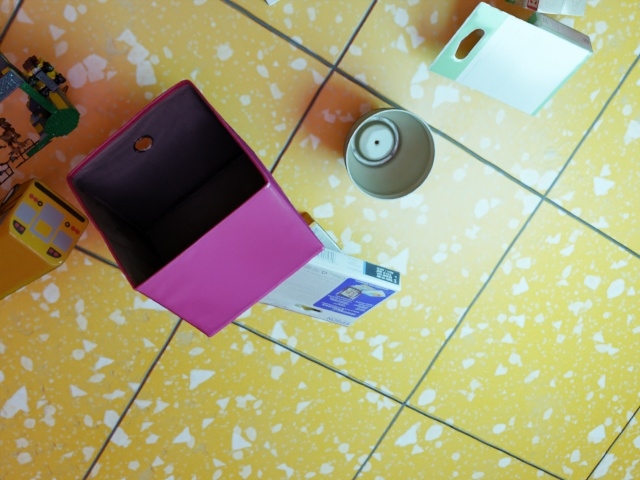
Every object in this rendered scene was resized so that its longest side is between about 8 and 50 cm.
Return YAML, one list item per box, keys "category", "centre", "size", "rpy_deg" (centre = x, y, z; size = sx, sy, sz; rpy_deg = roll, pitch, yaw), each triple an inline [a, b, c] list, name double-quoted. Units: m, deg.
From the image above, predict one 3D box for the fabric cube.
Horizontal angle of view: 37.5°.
- category: "fabric cube"
  centre: [-0.192, -0.046, 1.501]
  size: [0.254, 0.259, 0.258]
  rpy_deg: [-39, 151, 3]

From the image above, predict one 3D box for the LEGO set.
- category: "LEGO set"
  centre: [-0.560, -0.204, 1.455]
  size: [0.331, 0.192, 0.255]
  rpy_deg: [-43, 155, 7]

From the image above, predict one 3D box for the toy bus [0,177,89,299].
- category: "toy bus"
  centre: [-0.490, 0.011, 1.473]
  size: [0.108, 0.130, 0.332]
  rpy_deg: [40, 141, -24]

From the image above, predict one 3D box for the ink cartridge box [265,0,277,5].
- category: "ink cartridge box"
  centre: [-0.055, -0.446, 1.559]
  size: [0.115, 0.029, 0.063]
  rpy_deg: [-32, 114, 0]

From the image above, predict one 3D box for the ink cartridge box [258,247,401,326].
- category: "ink cartridge box"
  centre: [0.009, 0.083, 1.722]
  size: [0.206, 0.045, 0.208]
  rpy_deg: [17, 149, -20]

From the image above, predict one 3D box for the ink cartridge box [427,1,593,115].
- category: "ink cartridge box"
  centre: [0.327, -0.325, 1.640]
  size: [0.235, 0.056, 0.171]
  rpy_deg: [20, 137, -19]

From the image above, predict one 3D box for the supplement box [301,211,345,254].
- category: "supplement box"
  centre: [0.000, 0.000, 1.721]
  size: [0.036, 0.062, 0.098]
  rpy_deg: [-42, 114, 2]

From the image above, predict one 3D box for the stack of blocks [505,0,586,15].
- category: "stack of blocks"
  centre: [0.386, -0.535, 1.557]
  size: [0.087, 0.171, 0.297]
  rpy_deg: [1, 110, -14]

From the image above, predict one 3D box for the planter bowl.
- category: "planter bowl"
  centre: [0.111, -0.163, 1.662]
  size: [0.162, 0.109, 0.162]
  rpy_deg: [-4, 111, -11]
